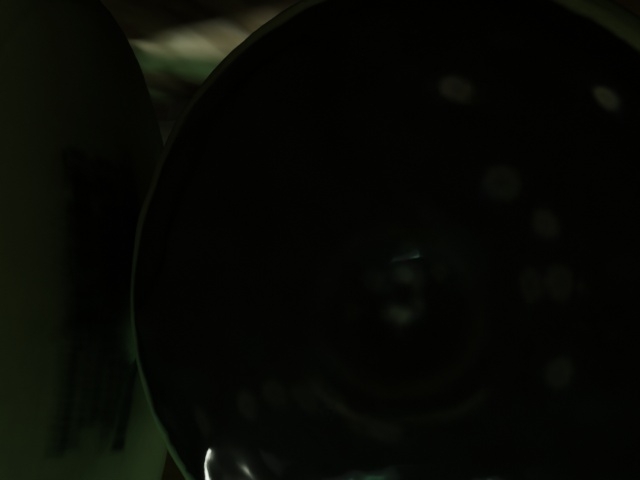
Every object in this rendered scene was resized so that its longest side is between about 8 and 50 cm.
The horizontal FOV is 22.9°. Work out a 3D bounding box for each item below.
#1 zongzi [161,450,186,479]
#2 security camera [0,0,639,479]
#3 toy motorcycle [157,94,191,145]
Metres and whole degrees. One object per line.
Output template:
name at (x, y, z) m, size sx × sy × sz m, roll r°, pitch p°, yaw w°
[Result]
zongzi at (-0.104, 0.112, 0.796) m, size 0.500 × 0.218 × 0.467 m, roll 10°, pitch 172°, yaw -20°
security camera at (-0.020, 0.015, 0.400) m, size 0.277 × 0.197 × 0.191 m, roll -1°, pitch 176°, yaw 12°
toy motorcycle at (0.000, 0.000, 0.561) m, size 0.254 × 0.112 × 0.112 m, roll 10°, pitch 169°, yaw -2°
